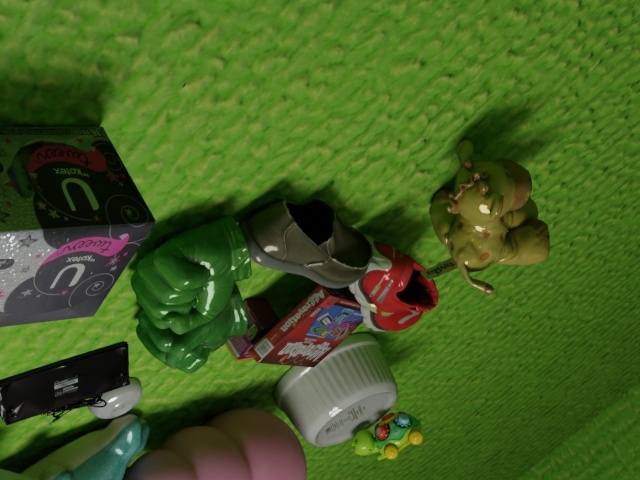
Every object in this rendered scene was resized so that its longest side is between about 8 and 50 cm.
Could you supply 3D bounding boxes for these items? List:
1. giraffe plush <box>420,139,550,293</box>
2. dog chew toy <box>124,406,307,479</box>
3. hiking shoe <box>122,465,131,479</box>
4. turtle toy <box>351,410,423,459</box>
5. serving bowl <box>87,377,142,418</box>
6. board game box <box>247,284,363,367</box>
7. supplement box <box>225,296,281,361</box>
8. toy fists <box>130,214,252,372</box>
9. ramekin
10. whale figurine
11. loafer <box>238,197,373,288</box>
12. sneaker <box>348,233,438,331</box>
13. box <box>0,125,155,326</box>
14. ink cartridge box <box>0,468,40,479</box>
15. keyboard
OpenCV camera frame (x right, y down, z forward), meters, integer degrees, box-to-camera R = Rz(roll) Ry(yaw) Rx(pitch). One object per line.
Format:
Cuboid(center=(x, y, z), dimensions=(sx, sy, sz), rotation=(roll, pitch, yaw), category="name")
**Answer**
Cuboid(center=(0.231, -0.051, 1.796), dimensions=(0.210, 0.181, 0.170), rotation=(-37, 148, -33), category="giraffe plush")
Cuboid(center=(-0.176, 0.380, 2.034), dimensions=(0.332, 0.206, 0.206), rotation=(-3, 142, -49), category="dog chew toy")
Cuboid(center=(-0.283, 0.429, 2.148), dimensions=(0.114, 0.086, 0.227), rotation=(-35, 154, 14), category="hiking shoe")
Cuboid(center=(0.117, 0.337, 2.206), dimensions=(0.130, 0.066, 0.095), rotation=(-29, 179, -3), category="turtle toy")
Cuboid(center=(-0.294, 0.234, 1.856), dimensions=(0.083, 0.027, 0.083), rotation=(-25, 153, -13), category="serving bowl")
Cuboid(center=(-0.006, 0.133, 1.927), dimensions=(0.145, 0.027, 0.281), rotation=(-42, 164, 8), category="board game box")
Cuboid(center=(-0.101, 0.129, 1.856), dimensions=(0.043, 0.055, 0.083), rotation=(-7, 145, -45), category="supplement box")
Cuboid(center=(-0.166, 0.081, 1.650), dimensions=(0.142, 0.096, 0.279), rotation=(-23, 155, -17), category="toy fists")
Cuboid(center=(0.034, 0.262, 2.185), dimensions=(0.207, 0.109, 0.207), rotation=(-26, 155, -13), category="ramekin")
Cuboid(center=(-0.353, 0.373, 1.894), dimensions=(0.272, 0.141, 0.216), rotation=(-38, 167, -8), category="whale figurine")
Cuboid(center=(0.000, 0.000, 1.693), dimensions=(0.087, 0.094, 0.251), rotation=(-40, 154, 25), category="loafer")
Cuboid(center=(0.123, 0.083, 1.916), dimensions=(0.107, 0.118, 0.279), rotation=(-68, 158, -11), category="sneaker")
Cuboid(center=(-0.317, -0.012, 1.255), dimensions=(0.247, 0.142, 0.163), rotation=(-5, 144, -45), category="box")
Cuboid(center=(-0.514, 0.434, 1.786), dimensions=(0.165, 0.065, 0.332), rotation=(18, 127, -12), category="ink cartridge box")
Cuboid(center=(-0.351, 0.195, 1.733), dimensions=(0.192, 0.038, 0.100), rotation=(-15, 127, -30), category="keyboard")
